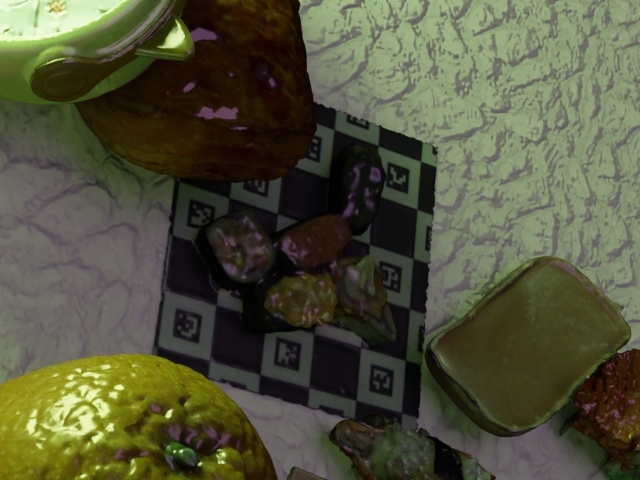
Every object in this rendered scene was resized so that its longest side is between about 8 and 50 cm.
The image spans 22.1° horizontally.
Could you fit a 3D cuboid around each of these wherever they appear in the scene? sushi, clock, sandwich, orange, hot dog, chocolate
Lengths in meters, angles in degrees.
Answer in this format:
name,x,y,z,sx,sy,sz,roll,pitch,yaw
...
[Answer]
name,x,y,z,sx,sy,sz,roll,pitch,yaw
sushi,0.106,0.256,1.769,0.226,0.103,0.097,26,79,-24
clock,-0.260,-0.255,1.555,0.348,0.117,0.286,14,65,11
sandwich,0.378,0.196,1.980,0.160,0.109,0.185,37,58,3
orange,-0.195,0.254,1.398,0.322,0.357,0.322,18,53,-26
hot dog,-0.133,-0.225,1.703,0.267,0.174,0.388,7,59,-30
sushi,0.000,0.000,1.795,0.343,0.064,0.359,18,65,-29
chocolate,0.234,0.131,1.904,0.261,0.083,0.161,-33,75,-35

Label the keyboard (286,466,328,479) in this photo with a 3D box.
name,x,y,z,sx,sy,sz,roll,pitch,yaw
keyboard,-0.042,0.311,1.656,0.055,0.017,0.166,28,85,-32
